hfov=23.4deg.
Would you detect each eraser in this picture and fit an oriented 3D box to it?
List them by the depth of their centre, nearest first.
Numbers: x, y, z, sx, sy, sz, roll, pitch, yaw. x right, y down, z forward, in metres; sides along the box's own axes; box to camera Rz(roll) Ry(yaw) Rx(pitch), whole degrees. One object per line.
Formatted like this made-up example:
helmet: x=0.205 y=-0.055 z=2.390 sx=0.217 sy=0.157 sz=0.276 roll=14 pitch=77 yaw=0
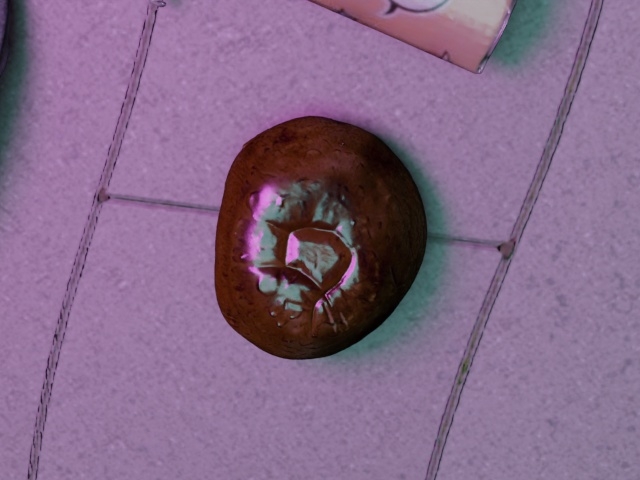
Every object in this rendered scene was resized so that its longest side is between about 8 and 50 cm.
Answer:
eraser: x=0.045 y=-0.281 z=1.358 sx=0.291 sy=0.087 sz=0.171 roll=24 pitch=106 yaw=-1

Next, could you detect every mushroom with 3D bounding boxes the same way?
mushroom: x=-0.001 y=0.004 z=1.416 sx=0.194 sy=0.138 sz=0.231 roll=1 pitch=106 yaw=6

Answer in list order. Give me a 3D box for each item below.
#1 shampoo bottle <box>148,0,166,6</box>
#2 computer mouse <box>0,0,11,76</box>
shampoo bottle: x=-0.143 y=-0.309 z=1.389 sx=0.056 sy=0.056 sz=0.195 roll=8 pitch=107 yaw=5
computer mouse: x=-0.401 y=-0.126 z=1.421 sx=0.203 sy=0.114 sz=0.373 roll=15 pitch=97 yaw=4
